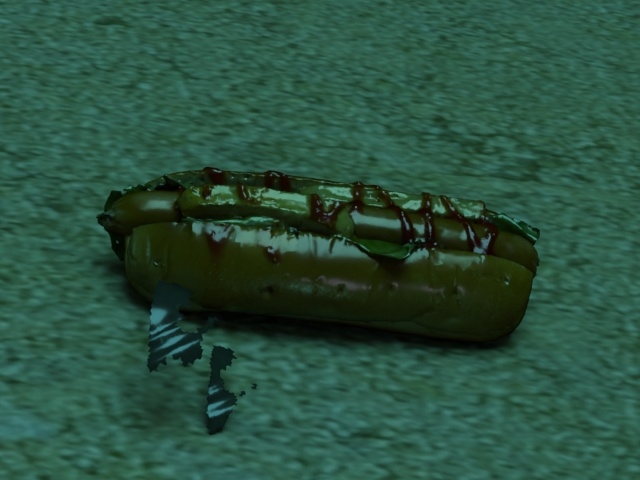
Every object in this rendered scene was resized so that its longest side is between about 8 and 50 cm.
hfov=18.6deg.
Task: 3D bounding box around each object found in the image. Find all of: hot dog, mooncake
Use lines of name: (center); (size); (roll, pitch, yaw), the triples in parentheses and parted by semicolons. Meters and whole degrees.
hot dog: (0.000, 0.000, 1.090); (0.250, 0.076, 0.104); (10, 33, -6)
mooncake: (0.058, 0.124, 0.943); (0.347, 0.057, 0.150); (22, 20, 5)
